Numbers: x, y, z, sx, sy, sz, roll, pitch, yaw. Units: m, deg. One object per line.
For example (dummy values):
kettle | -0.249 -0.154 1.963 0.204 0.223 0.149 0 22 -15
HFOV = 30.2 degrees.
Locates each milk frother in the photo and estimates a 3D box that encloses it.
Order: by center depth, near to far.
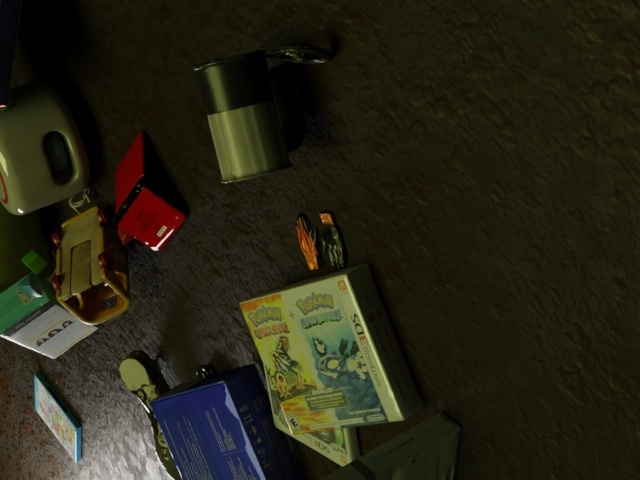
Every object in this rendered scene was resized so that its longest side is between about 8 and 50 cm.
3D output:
milk frother | -0.053 -0.144 1.300 0.143 0.129 0.134 3 110 61

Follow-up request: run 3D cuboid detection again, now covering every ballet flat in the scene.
ballet flat | -0.252 0.291 1.949 0.084 0.058 0.249 -24 97 26

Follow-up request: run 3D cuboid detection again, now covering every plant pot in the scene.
plant pot | -0.598 -0.068 2.042 0.276 0.276 0.253 26 120 45

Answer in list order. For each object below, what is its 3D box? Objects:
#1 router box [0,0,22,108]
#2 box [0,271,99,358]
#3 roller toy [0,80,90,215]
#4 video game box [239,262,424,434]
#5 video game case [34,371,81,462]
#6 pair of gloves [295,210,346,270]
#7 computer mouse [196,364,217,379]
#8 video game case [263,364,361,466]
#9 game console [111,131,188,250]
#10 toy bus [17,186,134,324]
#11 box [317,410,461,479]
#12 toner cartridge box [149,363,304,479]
router box | -0.529 -0.345 1.758 0.301 0.082 0.335 -7 75 56
box | -0.466 0.130 1.996 0.060 0.101 0.244 54 178 17
roller toy | -0.451 -0.146 1.854 0.191 0.146 0.209 61 157 12
video game box | 0.010 0.137 1.439 0.205 0.048 0.187 -18 94 46
video game case | -0.543 0.365 2.444 0.166 0.015 0.119 44 142 30
pair of gloves | 0.000 0.000 1.428 0.083 0.010 0.074 -4 106 53
computer mouse | -0.138 0.303 1.799 0.071 0.041 0.242 -32 84 58
video game case | -0.018 0.195 1.572 0.173 0.022 0.190 20 127 48
game console | -0.250 -0.069 1.739 0.124 0.085 0.144 34 148 -9
toy bus | -0.353 0.034 1.865 0.191 0.202 0.104 16 154 42
box | 0.076 0.293 1.346 0.038 0.186 0.145 37 138 40
toner cartridge box | -0.107 0.363 1.718 0.165 0.075 0.347 -19 95 39
